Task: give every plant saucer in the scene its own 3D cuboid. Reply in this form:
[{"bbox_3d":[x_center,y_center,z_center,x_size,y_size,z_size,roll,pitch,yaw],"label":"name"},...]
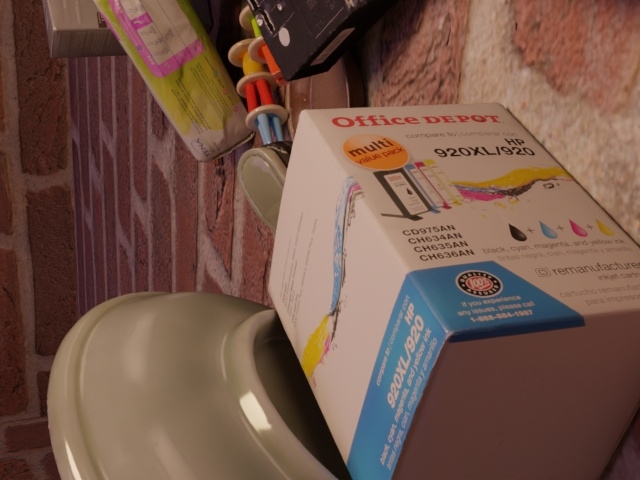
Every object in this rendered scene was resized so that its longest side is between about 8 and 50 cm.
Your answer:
[{"bbox_3d":[0.008,-0.143,0.983,0.168,0.029,0.168,175,90,-68],"label":"plant saucer"},{"bbox_3d":[-0.001,0.158,0.695,0.100,0.400,0.400,-50,41,19],"label":"plant saucer"}]

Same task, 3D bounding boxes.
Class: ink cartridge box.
[{"bbox_3d":[0.085,0.036,0.633,0.232,0.171,0.168,-120,33,-46],"label":"ink cartridge box"}]

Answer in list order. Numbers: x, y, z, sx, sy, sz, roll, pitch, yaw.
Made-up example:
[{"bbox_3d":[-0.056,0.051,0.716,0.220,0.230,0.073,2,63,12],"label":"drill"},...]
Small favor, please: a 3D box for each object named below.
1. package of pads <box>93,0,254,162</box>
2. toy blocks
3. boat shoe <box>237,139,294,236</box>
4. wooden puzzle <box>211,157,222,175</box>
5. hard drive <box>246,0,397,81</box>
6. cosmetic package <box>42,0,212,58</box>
[{"bbox_3d":[-0.207,-0.270,1.249,0.296,0.101,0.229,60,178,-41],"label":"package of pads"},{"bbox_3d":[-0.063,-0.189,1.114,0.123,0.054,0.148,120,139,-57],"label":"toy blocks"},{"bbox_3d":[0.000,0.000,0.965,0.081,0.069,0.227,-29,89,43],"label":"boat shoe"},{"bbox_3d":[-0.160,-0.140,1.441,0.049,0.006,0.083,-169,74,-68],"label":"wooden puzzle"},{"bbox_3d":[-0.029,-0.345,0.834,0.237,0.064,0.339,-37,77,56],"label":"hard drive"},{"bbox_3d":[-0.293,-0.353,1.415,0.107,0.238,0.127,137,121,-67],"label":"cosmetic package"}]
